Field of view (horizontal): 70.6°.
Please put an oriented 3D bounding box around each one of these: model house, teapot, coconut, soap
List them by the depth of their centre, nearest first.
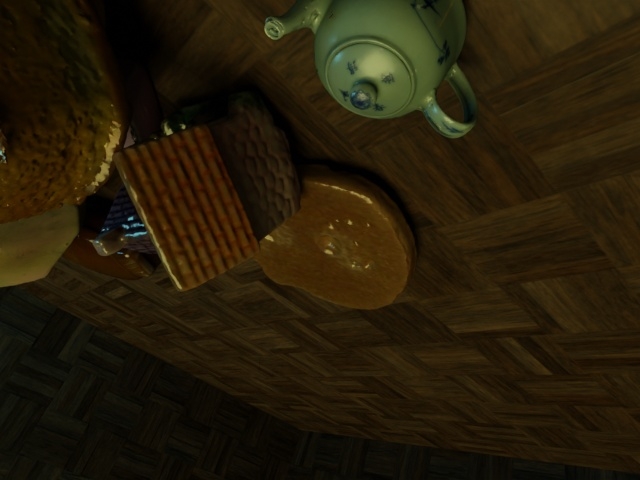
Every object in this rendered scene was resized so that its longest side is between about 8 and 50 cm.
[{"bbox_3d":[0.063,-0.185,0.463,0.232,0.158,0.159,27,148,-10],"label":"teapot"},{"bbox_3d":[-0.196,-0.074,0.639,0.237,0.237,0.202,-1,118,31],"label":"model house"},{"bbox_3d":[-0.394,-0.224,0.729,0.260,0.081,0.181,17,147,8],"label":"soap"},{"bbox_3d":[-0.633,-0.071,0.864,0.353,0.352,0.352,15,148,9],"label":"coconut"}]

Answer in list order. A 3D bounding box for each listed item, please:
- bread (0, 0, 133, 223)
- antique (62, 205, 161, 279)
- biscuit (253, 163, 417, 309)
[{"bbox_3d":[-0.432,-0.208,0.544,0.399,0.215,0.397,7,113,17],"label":"bread"},{"bbox_3d":[-0.521,0.008,1.116,0.279,0.128,0.223,3,144,26],"label":"antique"},{"bbox_3d":[0.001,-0.002,0.861,0.366,0.062,0.385,13,145,15],"label":"biscuit"}]
